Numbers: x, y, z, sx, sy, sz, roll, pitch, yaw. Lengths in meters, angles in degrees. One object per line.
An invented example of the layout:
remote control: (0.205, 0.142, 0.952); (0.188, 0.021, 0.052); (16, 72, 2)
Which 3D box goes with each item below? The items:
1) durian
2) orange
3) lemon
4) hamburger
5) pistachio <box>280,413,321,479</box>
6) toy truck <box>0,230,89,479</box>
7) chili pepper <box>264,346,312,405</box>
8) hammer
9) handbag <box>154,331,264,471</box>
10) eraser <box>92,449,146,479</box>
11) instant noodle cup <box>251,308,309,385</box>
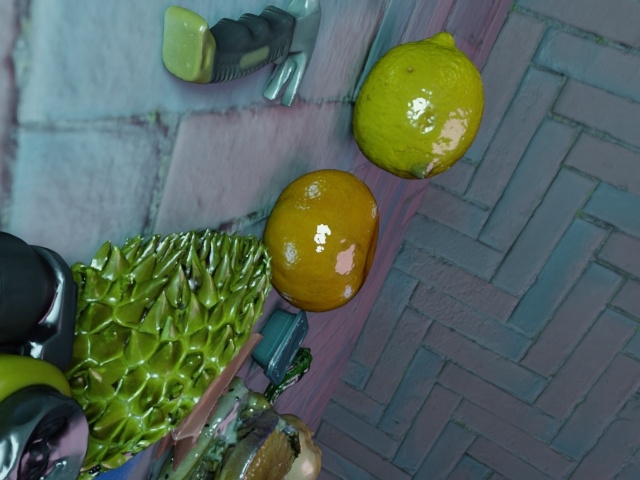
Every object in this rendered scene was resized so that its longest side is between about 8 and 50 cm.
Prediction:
durian: (-0.152, 0.099, 0.517); (0.394, 0.163, 0.198); (-54, 167, -54)
orange: (0.000, 0.000, 0.821); (0.240, 0.171, 0.241); (13, 90, -76)
lemon: (0.178, -0.236, 0.916); (0.254, 0.228, 0.228); (-63, 166, -1)
hamburger: (-0.172, 0.433, 0.969); (0.277, 0.195, 0.318); (-49, 158, -34)
pistachio: (-0.113, 0.666, 1.562); (0.237, 0.229, 0.321); (-5, 141, -22)
toy truck: (-0.221, 0.057, 0.257); (0.224, 0.147, 0.166); (62, 33, -70)
chili pepper: (-0.079, 0.381, 1.467); (0.279, 0.065, 0.122); (-45, 166, -46)
hammer: (-0.065, -0.195, 0.500); (0.226, 0.041, 0.159); (-45, 156, -52)
handbag: (-0.178, 0.240, 0.811); (0.213, 0.059, 0.157); (-58, 178, -46)
eraser: (-0.283, 0.295, 0.626); (0.312, 0.042, 0.144); (-60, 166, -9)
instant noodle cup: (-0.091, 0.226, 1.123); (0.157, 0.070, 0.179); (-59, 165, -20)
